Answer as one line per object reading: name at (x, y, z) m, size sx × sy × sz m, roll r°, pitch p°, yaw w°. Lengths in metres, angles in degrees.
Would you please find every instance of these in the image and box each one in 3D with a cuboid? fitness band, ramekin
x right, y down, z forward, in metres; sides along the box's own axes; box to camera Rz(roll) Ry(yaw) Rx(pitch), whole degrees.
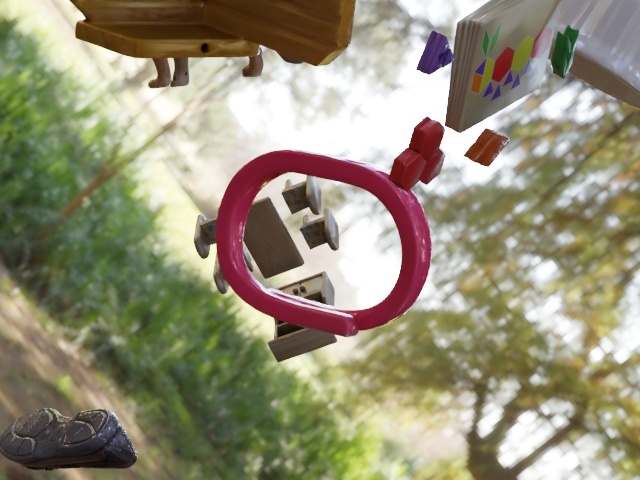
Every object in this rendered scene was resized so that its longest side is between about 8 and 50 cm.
fitness band at (0.000, 0.000, 1.560) m, size 0.290 × 0.209 × 0.054 m, roll 14°, pitch 7°, yaw 32°
ramekin at (0.449, -0.331, 2.058) m, size 0.277 × 0.135 × 0.277 m, roll 31°, pitch 6°, yaw -3°

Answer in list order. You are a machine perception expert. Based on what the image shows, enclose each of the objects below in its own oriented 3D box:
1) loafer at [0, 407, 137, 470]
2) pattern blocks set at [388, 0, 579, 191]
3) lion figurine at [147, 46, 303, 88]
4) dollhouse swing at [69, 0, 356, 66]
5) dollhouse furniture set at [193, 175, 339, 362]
loafer at (-0.412, 0.337, 2.095) m, size 0.302 × 0.109 × 0.095 m, roll -10°, pitch -53°, yaw 45°
pattern blocks set at (0.195, -0.203, 1.395) m, size 0.026 × 0.324 × 0.285 m, roll 31°, pitch -57°, yaw 28°
lion figurine at (-0.202, -0.379, 2.125) m, size 0.142 × 0.392 × 0.240 m, roll -16°, pitch 102°, yaw -58°
dollhouse swing at (-0.152, -0.407, 1.772) m, size 0.305 × 0.315 × 0.347 m, roll 40°, pitch -52°, yaw 52°
dollhouse furniture set at (-0.068, 0.049, 2.121) m, size 0.161 × 0.212 × 0.242 m, roll -89°, pitch 155°, yaw -58°
